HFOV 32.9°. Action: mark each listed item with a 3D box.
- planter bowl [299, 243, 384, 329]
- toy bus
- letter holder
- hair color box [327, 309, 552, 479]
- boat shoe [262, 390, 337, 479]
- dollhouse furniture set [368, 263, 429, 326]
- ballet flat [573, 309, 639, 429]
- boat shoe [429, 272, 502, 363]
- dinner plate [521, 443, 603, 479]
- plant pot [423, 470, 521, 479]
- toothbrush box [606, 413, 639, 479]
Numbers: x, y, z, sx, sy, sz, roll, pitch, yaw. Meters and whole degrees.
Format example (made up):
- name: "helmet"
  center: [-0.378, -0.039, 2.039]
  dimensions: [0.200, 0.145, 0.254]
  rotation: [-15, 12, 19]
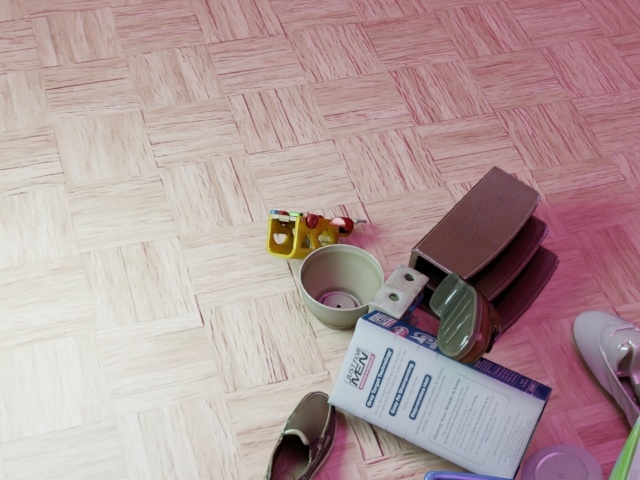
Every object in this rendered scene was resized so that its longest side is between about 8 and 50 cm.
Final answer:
- name: "planter bowl"
  center: [0.038, 0.103, 2.081]
  dimensions: [0.162, 0.109, 0.162]
  rotation: [2, 48, -2]
- name: "toy bus"
  center: [-0.012, -0.001, 2.173]
  dimensions: [0.202, 0.191, 0.105]
  rotation: [7, 91, 3]
- name: "letter holder"
  center: [0.340, 0.032, 2.143]
  dimensions: [0.214, 0.152, 0.302]
  rotation: [33, 54, 21]
- name: "hair color box"
  center: [0.207, 0.270, 1.888]
  dimensions: [0.347, 0.174, 0.105]
  rotation: [24, 13, 15]
- name: "boat shoe"
  center: [-0.032, 0.354, 1.861]
  dimensions: [0.095, 0.095, 0.258]
  rotation: [15, 49, 9]
- name: "dollhouse furniture set"
  center: [0.191, 0.161, 2.026]
  dimensions: [0.183, 0.129, 0.129]
  rotation: [27, 47, 17]
- name: "ballet flat"
  center: [0.592, 0.255, 1.974]
  dimensions: [0.139, 0.139, 0.400]
  rotation: [-9, 49, -12]
- name: "boat shoe"
  center: [0.268, 0.141, 1.872]
  dimensions: [0.104, 0.111, 0.307]
  rotation: [36, 16, -9]
- name: "dinner plate"
  center: [0.417, 0.409, 1.873]
  dimensions: [0.141, 0.017, 0.141]
  rotation: [-10, 46, 11]
- name: "plant pot"
  center: [0.259, 0.516, 1.661]
  dimensions: [0.235, 0.212, 0.236]
  rotation: [6, 48, 2]
- name: "toothbrush box"
  center: [0.509, 0.426, 1.711]
  dimensions: [0.122, 0.283, 0.206]
  rotation: [20, 50, 15]
